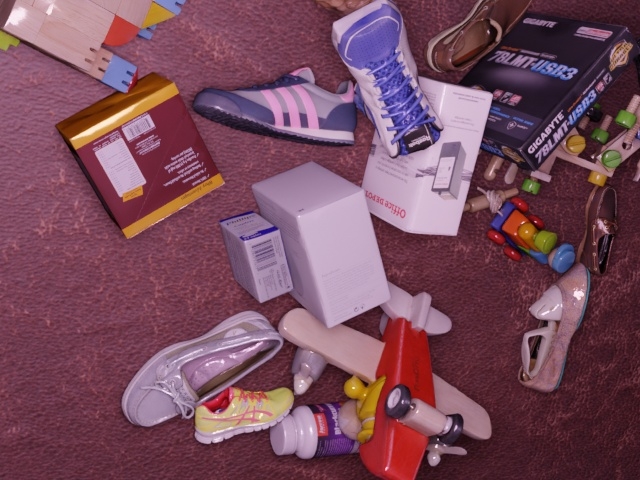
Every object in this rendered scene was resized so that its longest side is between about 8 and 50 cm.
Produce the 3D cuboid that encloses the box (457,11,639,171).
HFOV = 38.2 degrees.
[{"bbox_3d":[0.392,-0.290,1.727,0.293,0.295,0.073,-48,123,-3],"label":"box"}]

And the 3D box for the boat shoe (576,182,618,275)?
[{"bbox_3d":[0.631,-0.023,2.063,0.073,0.073,0.207,-1,106,-24],"label":"boat shoe"}]

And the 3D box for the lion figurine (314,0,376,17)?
[{"bbox_3d":[-0.026,-0.525,1.454,0.142,0.240,0.392,-42,132,-9],"label":"lion figurine"}]

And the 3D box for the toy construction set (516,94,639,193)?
[{"bbox_3d":[0.530,-0.172,1.832,0.257,0.309,0.237,26,94,-26],"label":"toy construction set"}]

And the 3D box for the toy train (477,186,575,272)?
[{"bbox_3d":[0.419,-0.021,1.891,0.105,0.143,0.248,-54,137,-1],"label":"toy train"}]

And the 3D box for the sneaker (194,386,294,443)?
[{"bbox_3d":[-0.149,0.321,1.797,0.208,0.081,0.094,-17,112,-19],"label":"sneaker"}]

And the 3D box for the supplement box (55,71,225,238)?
[{"bbox_3d":[-0.298,-0.144,1.538,0.191,0.129,0.194,-32,118,-14],"label":"supplement box"}]

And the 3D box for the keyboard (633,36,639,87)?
[{"bbox_3d":[0.769,-0.386,2.030,0.201,0.033,0.317,-31,117,-13],"label":"keyboard"}]

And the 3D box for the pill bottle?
[{"bbox_3d":[0.000,0.385,1.875,0.193,0.108,0.108,-1,107,-26],"label":"pill bottle"}]

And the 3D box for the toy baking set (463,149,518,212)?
[{"bbox_3d":[0.351,-0.160,1.904,0.256,0.030,0.196,-13,112,-22],"label":"toy baking set"}]

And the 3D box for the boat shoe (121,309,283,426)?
[{"bbox_3d":[-0.220,0.246,1.723,0.320,0.103,0.118,-29,117,-15],"label":"boat shoe"}]

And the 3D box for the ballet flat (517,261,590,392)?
[{"bbox_3d":[0.514,0.196,2.067,0.106,0.107,0.316,8,103,-14],"label":"ballet flat"}]

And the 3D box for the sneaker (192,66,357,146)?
[{"bbox_3d":[-0.075,-0.250,1.636,0.319,0.112,0.131,8,88,-34],"label":"sneaker"}]

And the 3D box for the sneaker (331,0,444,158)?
[{"bbox_3d":[0.129,-0.246,1.532,0.127,0.182,0.315,-30,154,-1],"label":"sneaker"}]

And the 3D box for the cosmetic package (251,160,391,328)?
[{"bbox_3d":[0.000,0.000,1.676,0.138,0.224,0.224,-25,117,-16],"label":"cosmetic package"}]

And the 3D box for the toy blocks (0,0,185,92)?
[{"bbox_3d":[-0.330,-0.402,1.424,0.261,0.191,0.381,24,90,-42],"label":"toy blocks"}]

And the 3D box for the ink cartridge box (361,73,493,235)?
[{"bbox_3d":[0.190,-0.166,1.727,0.115,0.198,0.273,6,105,-29],"label":"ink cartridge box"}]

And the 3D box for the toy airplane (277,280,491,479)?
[{"bbox_3d":[0.126,0.273,1.778,0.384,0.386,0.272,-12,150,-52],"label":"toy airplane"}]

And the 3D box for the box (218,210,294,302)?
[{"bbox_3d":[-0.117,0.026,1.679,0.072,0.137,0.126,-21,115,-20],"label":"box"}]

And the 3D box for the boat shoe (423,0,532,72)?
[{"bbox_3d":[0.322,-0.404,1.769,0.257,0.095,0.095,-42,120,-8],"label":"boat shoe"}]
